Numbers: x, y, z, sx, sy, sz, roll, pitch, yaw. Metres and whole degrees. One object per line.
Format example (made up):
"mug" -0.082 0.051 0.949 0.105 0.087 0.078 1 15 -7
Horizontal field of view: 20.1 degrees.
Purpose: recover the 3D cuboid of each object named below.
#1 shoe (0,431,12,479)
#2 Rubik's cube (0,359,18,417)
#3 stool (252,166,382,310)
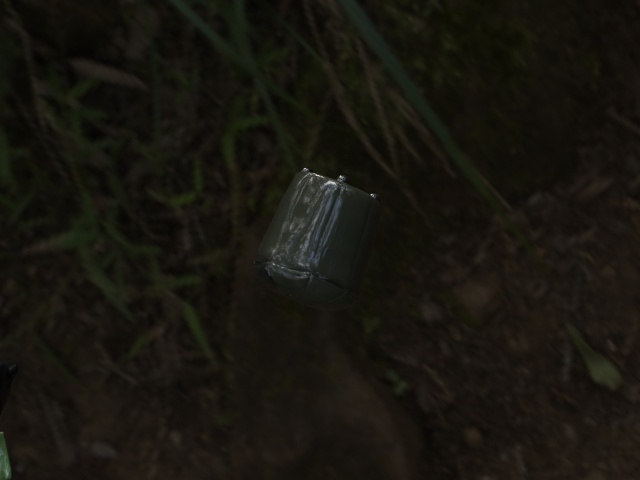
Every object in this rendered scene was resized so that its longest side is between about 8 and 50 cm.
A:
"shoe" -0.310 0.114 1.026 0.128 0.262 0.140 -45 43 49
"Rubik's cube" -0.239 0.096 0.669 0.180 0.183 0.167 -18 52 61
"stool" 0.000 0.000 1.526 0.096 0.096 0.110 13 78 34
